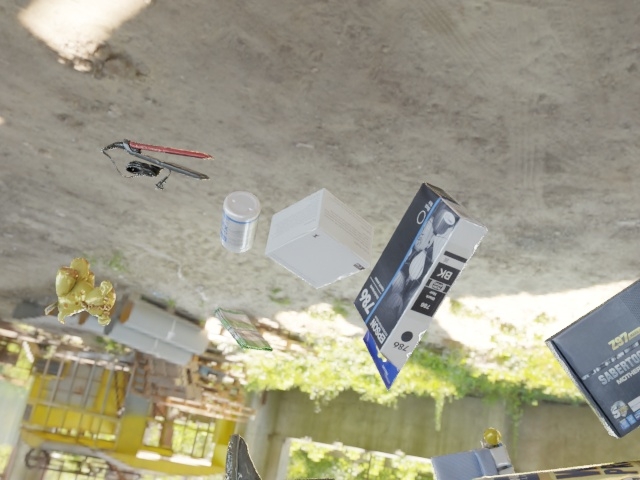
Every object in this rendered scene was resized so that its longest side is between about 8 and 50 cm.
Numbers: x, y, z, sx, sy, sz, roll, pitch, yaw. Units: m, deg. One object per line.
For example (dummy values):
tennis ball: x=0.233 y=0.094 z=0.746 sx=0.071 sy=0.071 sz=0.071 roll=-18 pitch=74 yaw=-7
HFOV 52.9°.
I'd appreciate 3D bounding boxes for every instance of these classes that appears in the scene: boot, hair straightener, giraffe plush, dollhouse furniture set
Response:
boot: x=-0.070 y=0.451 z=1.190 sx=0.209 sy=0.189 sz=0.076 roll=1 pitch=160 yaw=-14
hair straightener: x=-0.324 y=-0.143 z=1.256 sx=0.231 sy=0.089 sz=0.047 roll=11 pitch=-174 yaw=9
giraffe plush: x=-0.700 y=0.167 z=1.953 sx=0.171 sy=0.210 sz=0.181 roll=7 pitch=131 yaw=10
dollhouse furniture set: x=0.343 y=0.581 z=1.497 sx=0.287 sy=0.303 sz=0.198 roll=-5 pitch=139 yaw=-7

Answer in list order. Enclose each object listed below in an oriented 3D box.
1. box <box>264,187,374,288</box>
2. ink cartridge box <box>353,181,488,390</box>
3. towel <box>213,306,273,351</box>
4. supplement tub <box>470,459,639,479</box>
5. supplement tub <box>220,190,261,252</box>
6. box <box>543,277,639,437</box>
box: x=0.000 y=0.000 z=1.500 sx=0.182 sy=0.119 sz=0.181 roll=-25 pitch=132 yaw=38
ink cartridge box: x=0.147 y=0.078 z=1.107 sx=0.065 sy=0.332 sz=0.165 roll=19 pitch=-162 yaw=-23
towel: x=-0.195 y=0.227 z=1.645 sx=0.113 sy=0.023 sz=0.152 roll=16 pitch=-159 yaw=-49
supplement tub: x=0.262 y=0.348 z=0.649 sx=0.316 sy=0.228 sz=0.228 roll=-11 pitch=157 yaw=11
supplement tub: x=-0.152 y=-0.035 z=1.216 sx=0.071 sy=0.071 sz=0.107 roll=12 pitch=139 yaw=-4
box: x=0.514 y=0.176 z=1.039 sx=0.233 sy=0.183 sz=0.059 roll=-32 pitch=167 yaw=0
